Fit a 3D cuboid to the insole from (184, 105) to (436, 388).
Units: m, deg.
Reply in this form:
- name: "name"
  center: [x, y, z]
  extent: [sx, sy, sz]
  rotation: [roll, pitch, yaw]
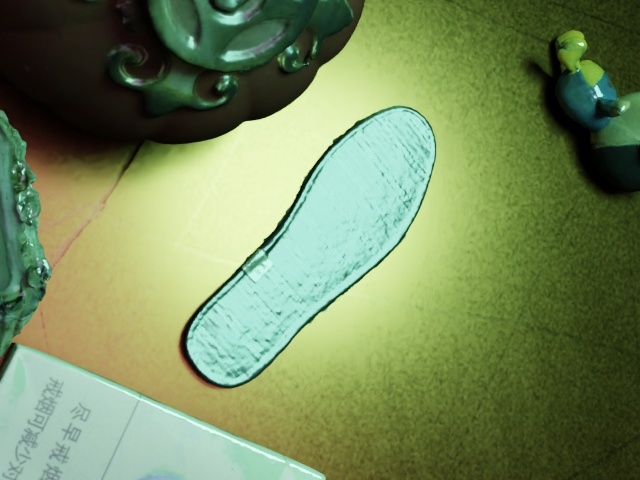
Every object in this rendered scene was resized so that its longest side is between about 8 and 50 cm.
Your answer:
- name: "insole"
  center: [0.000, 0.000, 0.792]
  extent: [0.309, 0.012, 0.110]
  rotation: [-45, 103, -21]

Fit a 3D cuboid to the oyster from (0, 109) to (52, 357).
- name: "oyster"
  center: [-0.260, -0.064, 0.594]
  extent: [0.252, 0.087, 0.199]
  rotation: [36, 64, -27]

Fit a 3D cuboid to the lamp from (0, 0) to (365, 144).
- name: "lamp"
  center: [-0.105, -0.213, 0.630]
  extent: [0.303, 0.257, 0.303]
  rotation: [-17, 129, -22]

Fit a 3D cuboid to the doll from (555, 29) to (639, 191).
- name: "doll"
  center: [0.288, -0.123, 0.890]
  extent: [0.088, 0.102, 0.179]
  rotation: [-27, 102, 20]

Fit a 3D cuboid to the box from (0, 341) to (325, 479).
- name: "box"
  center: [-0.143, 0.200, 0.680]
  extent: [0.256, 0.069, 0.164]
  rotation: [28, 75, -17]
